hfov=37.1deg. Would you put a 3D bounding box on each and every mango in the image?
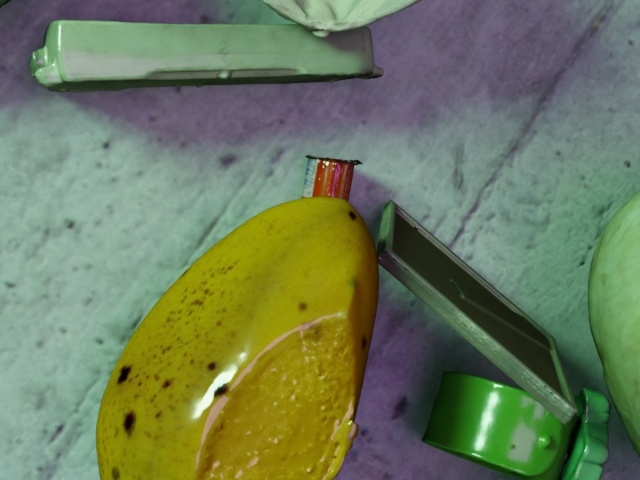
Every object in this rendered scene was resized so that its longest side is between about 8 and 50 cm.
[{"bbox_3d":[-0.058,0.094,0.719,0.160,0.191,0.290,32,89,-29],"label":"mango"}]

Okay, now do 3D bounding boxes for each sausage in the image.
[{"bbox_3d":[0.000,0.000,0.813,0.050,0.048,0.145,10,92,0],"label":"sausage"}]

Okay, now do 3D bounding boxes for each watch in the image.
[{"bbox_3d":[0.167,0.182,0.862,0.152,0.165,0.131,19,81,-3],"label":"watch"}]

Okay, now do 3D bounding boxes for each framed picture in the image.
[{"bbox_3d":[0.128,0.053,0.800,0.203,0.150,0.015,40,108,-8],"label":"framed picture"}]

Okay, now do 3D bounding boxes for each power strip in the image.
[{"bbox_3d":[-0.080,-0.144,0.746,0.286,0.080,0.048,-5,96,-23],"label":"power strip"}]

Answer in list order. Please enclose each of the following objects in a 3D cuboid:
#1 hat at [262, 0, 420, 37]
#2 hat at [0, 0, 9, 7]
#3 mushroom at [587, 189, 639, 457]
[{"bbox_3d":[0.004,-0.290,0.751,0.219,0.226,0.164,8,133,-18],"label":"hat"},{"bbox_3d":[-0.318,-0.300,0.607,0.238,0.209,0.336,-32,126,4],"label":"hat"},{"bbox_3d":[0.381,0.090,0.836,0.260,0.352,0.352,-27,109,20],"label":"mushroom"}]
